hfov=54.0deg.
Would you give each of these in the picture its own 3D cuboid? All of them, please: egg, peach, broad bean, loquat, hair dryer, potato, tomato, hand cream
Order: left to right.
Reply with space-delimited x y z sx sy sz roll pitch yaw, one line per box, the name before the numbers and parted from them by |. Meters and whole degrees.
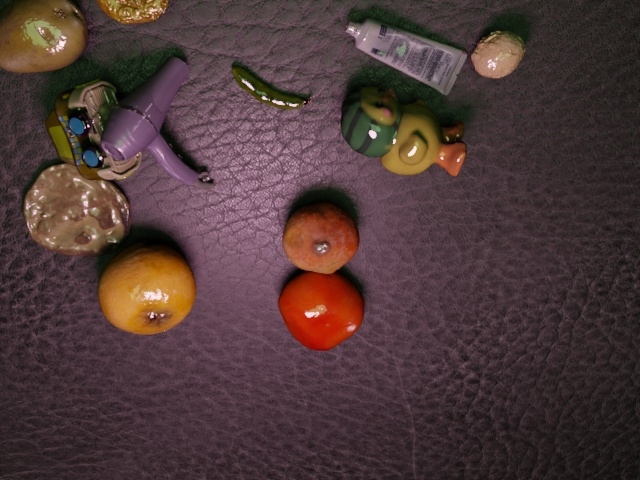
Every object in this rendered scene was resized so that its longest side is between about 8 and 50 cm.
potato | -0.687 -0.490 1.510 0.251 0.159 0.174 -21 89 13
loquat | -0.476 0.136 1.730 0.263 0.263 0.263 -2 112 -4
hair dryer | -0.379 -0.259 1.637 0.301 0.121 0.361 -61 140 -24
broad bean | -0.133 -0.394 1.661 0.227 0.039 0.069 17 116 -13
peach | 0.000 0.000 1.732 0.232 0.232 0.232 -2 112 -4
tomato | 0.006 0.203 1.840 0.260 0.180 0.260 -5 117 -10
hand cream | 0.219 -0.498 1.646 0.340 0.078 0.124 17 109 -20
egg | 0.467 -0.487 1.642 0.140 0.118 0.116 -21 70 13

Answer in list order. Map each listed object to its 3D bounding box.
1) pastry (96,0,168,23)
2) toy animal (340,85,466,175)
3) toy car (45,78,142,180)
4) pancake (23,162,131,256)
pastry | -0.452 -0.610 1.508 0.188 0.103 0.189 -2 112 -5
toy animal | 0.204 -0.276 1.659 0.338 0.216 0.191 19 136 -10
toy car | -0.596 -0.271 1.610 0.198 0.204 0.248 -7 114 24
pancake | -0.665 -0.079 1.734 0.294 0.049 0.294 -1 112 -1
